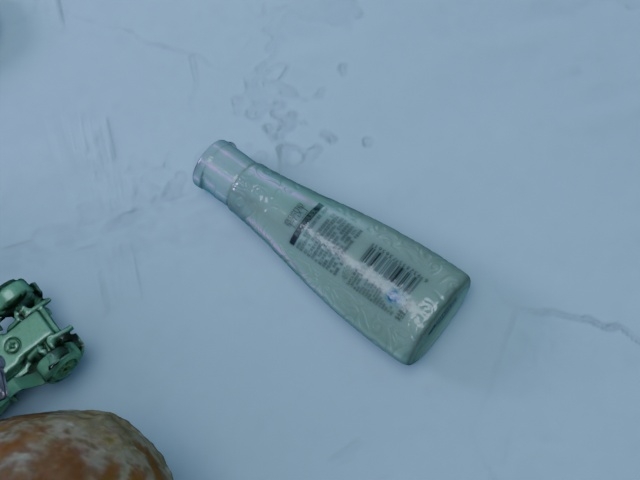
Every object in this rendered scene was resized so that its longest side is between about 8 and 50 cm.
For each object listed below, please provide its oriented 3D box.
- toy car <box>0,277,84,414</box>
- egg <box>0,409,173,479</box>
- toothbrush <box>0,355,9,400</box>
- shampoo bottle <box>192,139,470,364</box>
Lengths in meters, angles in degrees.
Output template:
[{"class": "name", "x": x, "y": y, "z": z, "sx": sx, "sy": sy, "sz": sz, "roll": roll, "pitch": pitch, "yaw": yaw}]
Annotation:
[{"class": "toy car", "x": -0.220, "y": 0.092, "z": 0.964, "sx": 0.143, "sy": 0.054, "sz": 0.073, "roll": -39, "pitch": 69, "yaw": -6}, {"class": "egg", "x": -0.176, "y": 0.199, "z": 0.852, "sx": 0.195, "sy": 0.195, "sz": 0.233, "roll": 36, "pitch": 84, "yaw": 18}, {"class": "toothbrush", "x": -0.329, "y": 0.131, "z": 0.946, "sx": 0.321, "sy": 0.023, "sz": 0.031, "roll": -19, "pitch": 71, "yaw": 18}, {"class": "shampoo bottle", "x": 0.000, "y": 0.000, "z": 0.964, "sx": 0.191, "sy": 0.041, "sz": 0.069, "roll": 34, "pitch": 86, "yaw": 18}]
